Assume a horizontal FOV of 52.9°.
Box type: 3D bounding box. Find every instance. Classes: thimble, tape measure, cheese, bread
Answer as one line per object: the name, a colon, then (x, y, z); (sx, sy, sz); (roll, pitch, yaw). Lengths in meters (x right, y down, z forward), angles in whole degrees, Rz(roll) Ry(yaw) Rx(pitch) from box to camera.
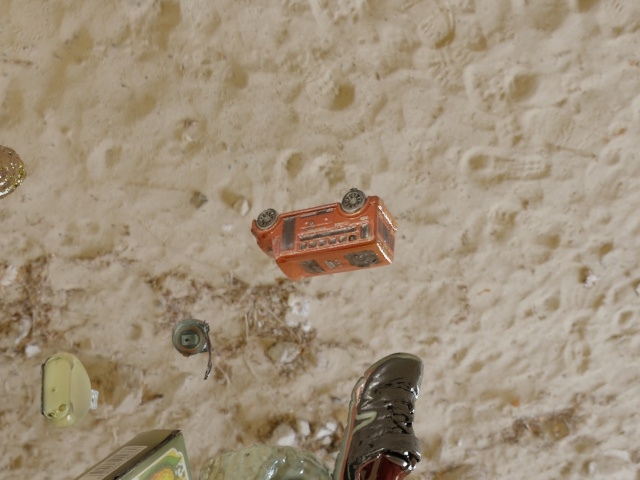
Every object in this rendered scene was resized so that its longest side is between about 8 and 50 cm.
thimble: (-0.096, 0.506, 1.141); (0.195, 0.292, 0.291); (-25, 131, 38)
tape measure: (-0.333, 0.278, 1.672); (0.107, 0.180, 0.104); (-6, 115, -9)
cheese: (-0.448, 0.282, 1.183); (0.054, 0.127, 0.251); (-5, 163, -5)
bread: (-0.617, -0.129, 1.151); (0.132, 0.172, 0.103); (-34, 86, -7)

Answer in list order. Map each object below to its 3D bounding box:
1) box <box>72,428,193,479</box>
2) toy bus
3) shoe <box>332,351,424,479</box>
box: (-0.436, 0.706, 1.492); (0.138, 0.373, 0.421); (-7, 97, 25)
toy bus: (0.000, 0.000, 1.464); (0.329, 0.153, 0.143); (-9, 148, 24)
shoe: (0.111, 0.334, 1.109); (0.114, 0.137, 0.291); (22, 82, -21)
